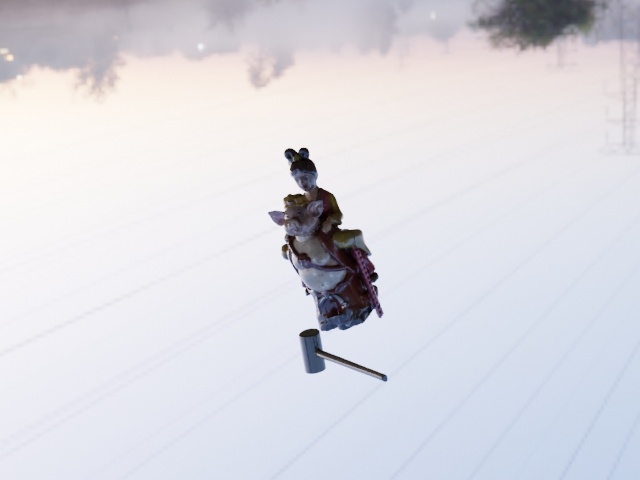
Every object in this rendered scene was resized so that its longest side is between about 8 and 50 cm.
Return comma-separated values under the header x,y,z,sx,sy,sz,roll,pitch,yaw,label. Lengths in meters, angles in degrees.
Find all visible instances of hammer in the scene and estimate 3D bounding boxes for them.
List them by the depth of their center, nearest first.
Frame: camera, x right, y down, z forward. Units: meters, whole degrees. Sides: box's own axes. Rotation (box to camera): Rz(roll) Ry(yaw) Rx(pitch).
x,y,z,sx,sy,sz,roll,pitch,yaw,label
0.020,0.101,0.868,0.019,0.035,0.110,-20,-161,-33,hammer

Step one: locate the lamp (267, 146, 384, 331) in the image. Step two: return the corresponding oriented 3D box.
x,y,z,sx,sy,sz,roll,pitch,yaw,label
0.000,0.000,1.441,0.118,0.253,0.118,-19,-161,7,lamp
